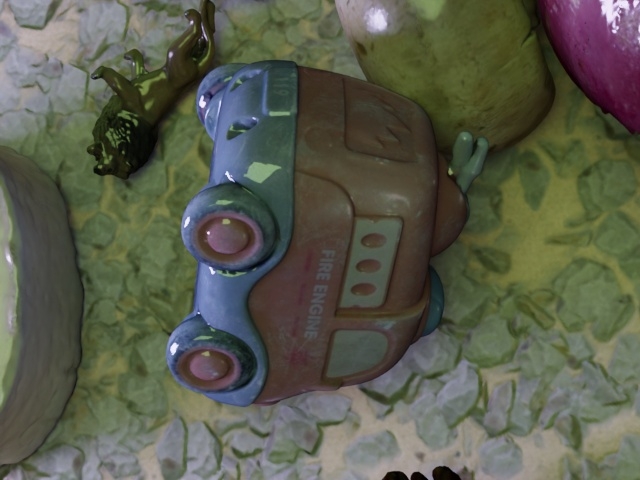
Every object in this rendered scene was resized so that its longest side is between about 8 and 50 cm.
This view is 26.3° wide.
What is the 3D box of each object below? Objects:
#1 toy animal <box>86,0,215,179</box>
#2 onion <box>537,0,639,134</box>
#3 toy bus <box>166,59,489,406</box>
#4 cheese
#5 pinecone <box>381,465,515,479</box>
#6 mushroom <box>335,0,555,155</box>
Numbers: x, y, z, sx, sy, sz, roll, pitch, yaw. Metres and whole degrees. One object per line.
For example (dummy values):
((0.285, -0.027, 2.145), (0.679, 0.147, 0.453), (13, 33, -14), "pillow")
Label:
((-0.156, -0.161, 1.285), (0.086, 0.069, 0.219), (34, 100, -4), "toy animal")
((0.345, -0.221, 1.011), (0.358, 0.345, 0.358), (4, 61, -7), "onion")
((0.000, 0.000, 1.131), (0.232, 0.197, 0.294), (6, 128, -6), "toy bus")
((-0.381, 0.060, 1.266), (0.292, 0.153, 0.332), (6, 83, 14), "cheese")
((0.126, 0.298, 1.085), (0.273, 0.224, 0.224), (16, 87, 39), "pinecone")
((0.112, -0.204, 1.162), (0.195, 0.189, 0.253), (-27, 80, 12), "mushroom")
